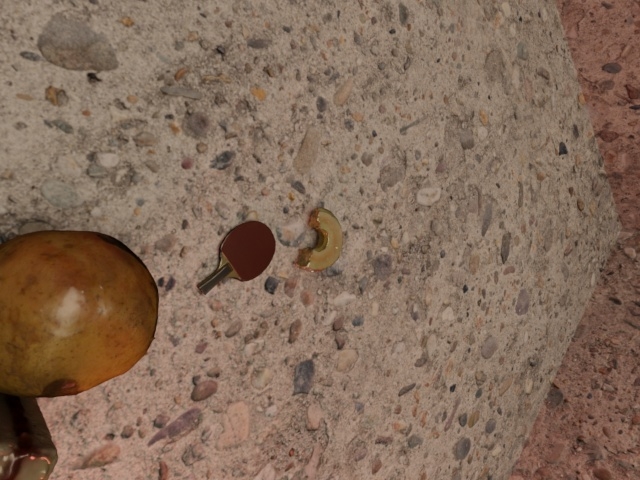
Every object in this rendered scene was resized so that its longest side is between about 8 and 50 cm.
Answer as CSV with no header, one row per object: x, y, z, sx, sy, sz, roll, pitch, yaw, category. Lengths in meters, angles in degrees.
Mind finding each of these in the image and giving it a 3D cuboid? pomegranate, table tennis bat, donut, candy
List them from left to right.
-0.494,0.300,0.576,0.135,0.321,0.179,40,68,-35,candy
-0.403,0.109,0.656,0.281,0.281,0.281,-4,96,-36,pomegranate
-0.191,0.045,0.962,0.220,0.019,0.130,-43,118,-28,table tennis bat
0.003,0.004,1.074,0.108,0.065,0.166,19,82,-36,donut
